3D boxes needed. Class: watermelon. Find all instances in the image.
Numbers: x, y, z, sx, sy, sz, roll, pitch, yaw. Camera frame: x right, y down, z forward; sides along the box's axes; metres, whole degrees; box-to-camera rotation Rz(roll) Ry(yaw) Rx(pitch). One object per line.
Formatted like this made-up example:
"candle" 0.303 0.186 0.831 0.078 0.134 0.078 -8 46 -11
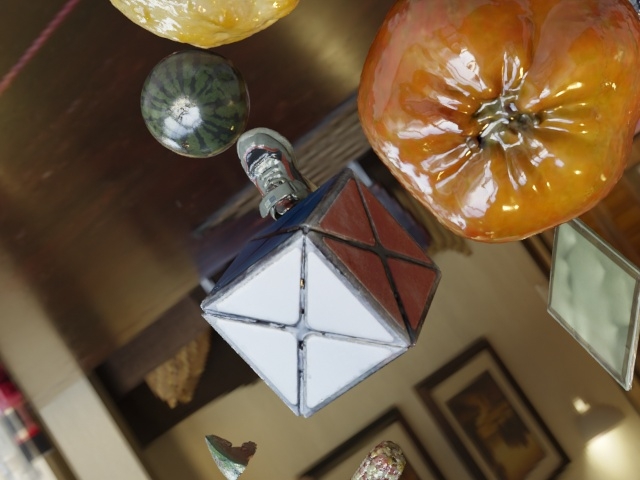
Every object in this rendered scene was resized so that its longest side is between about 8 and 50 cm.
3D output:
"watermelon" -0.232 -0.258 2.055 0.212 0.212 0.212 -34 173 -5
"watermelon" -0.167 0.396 2.020 0.080 0.101 0.155 -39 -168 5

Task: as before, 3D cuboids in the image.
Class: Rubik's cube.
"Rubik's cube" 0.008 0.082 1.740 0.260 0.255 0.259 -35 -170 32

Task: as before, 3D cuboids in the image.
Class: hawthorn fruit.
"hawthorn fruit" 0.115 -0.092 0.671 0.189 0.189 0.189 -34 173 -5

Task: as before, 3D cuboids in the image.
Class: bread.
"bread" -0.100 -0.290 1.050 0.244 0.134 0.244 -16 132 -19

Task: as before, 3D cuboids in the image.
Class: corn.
"corn" 0.085 0.488 2.150 0.237 0.079 0.079 -55 164 28

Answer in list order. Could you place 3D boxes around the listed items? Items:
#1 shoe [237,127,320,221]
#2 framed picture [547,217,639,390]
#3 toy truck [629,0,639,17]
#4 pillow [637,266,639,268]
"shoe" -0.072 -0.085 1.912 0.099 0.227 0.125 -29 -156 26
"framed picture" 0.367 0.073 1.478 0.010 0.173 0.231 -7 -153 -15
"toy truck" 0.405 -0.230 1.473 0.155 0.124 0.268 -34 173 -39
"pillow" 0.607 0.083 2.154 0.090 0.048 0.150 -37 155 33
